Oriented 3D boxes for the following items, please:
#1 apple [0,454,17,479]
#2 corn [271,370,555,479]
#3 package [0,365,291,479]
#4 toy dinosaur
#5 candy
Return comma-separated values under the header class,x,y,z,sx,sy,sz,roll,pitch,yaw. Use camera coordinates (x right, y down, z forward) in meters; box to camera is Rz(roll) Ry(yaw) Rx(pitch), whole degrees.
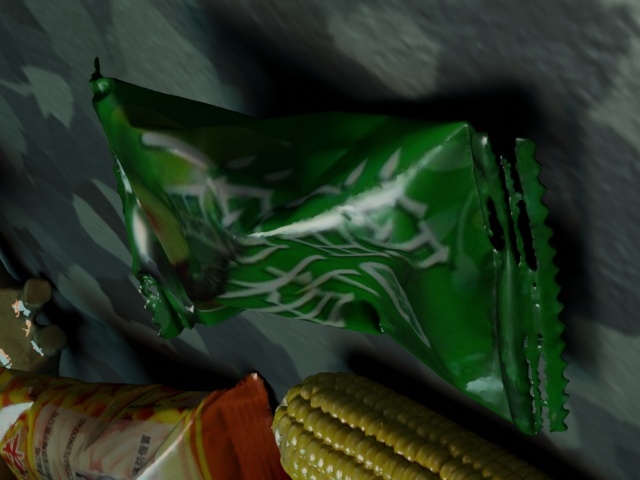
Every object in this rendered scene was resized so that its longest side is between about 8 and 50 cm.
class,x,y,z,sx,sy,sz,roll,pitch,yaw
apple,-0.422,0.161,1.169,0.309,0.277,0.250,35,116,-9
corn,0.056,0.118,0.560,0.206,0.067,0.067,25,147,38
package,-0.119,0.176,0.842,0.288,0.108,0.223,-5,124,37
toy dinosaur,-0.267,0.073,1.010,0.248,0.075,0.188,58,157,-2
candy,0.001,-0.004,0.465,0.203,0.078,0.141,14,151,33
